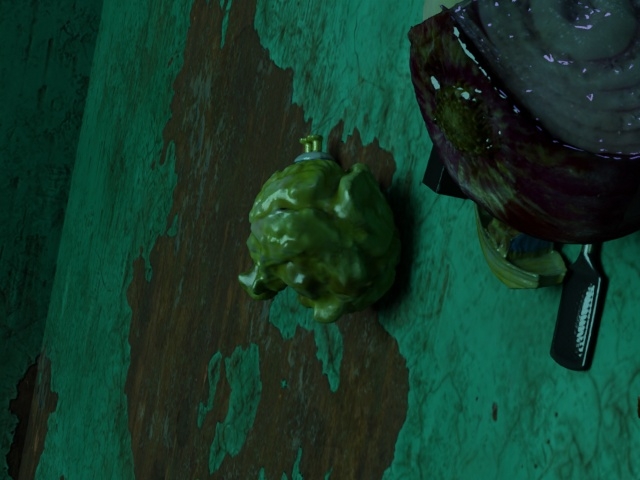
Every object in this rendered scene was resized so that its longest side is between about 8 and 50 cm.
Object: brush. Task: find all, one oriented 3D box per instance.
[{"bbox_3d":[0.241,0.022,1.338,0.063,0.016,0.193,-159,78,-65],"label":"brush"}]

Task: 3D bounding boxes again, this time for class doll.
[{"bbox_3d":[-0.010,-0.064,1.894,0.099,0.057,0.143,172,101,-64],"label":"doll"}]

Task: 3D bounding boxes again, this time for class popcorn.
[{"bbox_3d":[0.000,0.000,1.698,0.167,0.185,0.187,-127,39,-82],"label":"popcorn"}]

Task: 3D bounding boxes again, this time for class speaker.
[{"bbox_3d":[0.158,-0.142,1.557,0.046,0.040,0.191,-132,55,-63],"label":"speaker"}]

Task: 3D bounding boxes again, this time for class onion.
[{"bbox_3d":[0.202,-0.115,1.228,0.230,0.272,0.256,120,145,-62],"label":"onion"}]

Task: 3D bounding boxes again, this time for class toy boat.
[{"bbox_3d":[0.187,-0.009,1.412,0.172,0.065,0.066,-116,27,-52],"label":"toy boat"}]

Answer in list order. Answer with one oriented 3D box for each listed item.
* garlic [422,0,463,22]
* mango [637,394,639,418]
[{"bbox_3d":[0.183,-0.253,1.423,0.217,0.110,0.228,-39,39,36],"label":"garlic"},{"bbox_3d":[0.322,0.138,0.967,0.257,0.138,0.187,-178,84,-72],"label":"mango"}]
